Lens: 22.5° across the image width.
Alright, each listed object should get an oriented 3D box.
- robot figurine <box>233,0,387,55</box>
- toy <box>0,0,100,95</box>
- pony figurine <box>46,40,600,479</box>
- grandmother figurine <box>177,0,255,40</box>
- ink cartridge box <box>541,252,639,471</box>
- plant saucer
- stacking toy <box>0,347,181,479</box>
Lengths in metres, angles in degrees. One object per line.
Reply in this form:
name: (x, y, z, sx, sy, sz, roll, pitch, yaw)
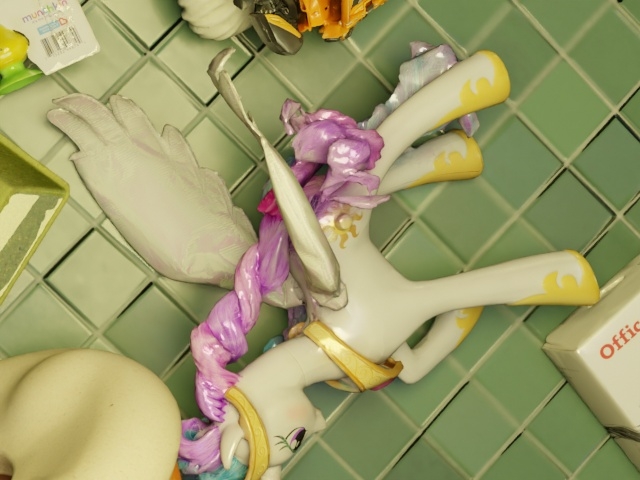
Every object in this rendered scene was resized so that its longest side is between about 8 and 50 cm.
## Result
robot figurine: (0.001, -0.282, 1.197, 0.211, 0.085, 0.291, -42, 131, -43)
toy: (-0.278, -0.219, 1.221, 0.137, 0.056, 0.237, -26, 87, -7)
pony figurine: (0.000, 0.000, 1.200, 0.363, 0.303, 0.351, -32, 105, -26)
grandmother figurine: (-0.150, -0.307, 1.233, 0.208, 0.104, 0.342, -39, 100, -24)
ink cartridge box: (0.301, 0.117, 1.338, 0.139, 0.082, 0.191, -41, 99, -9)
plant saucer: (-0.288, 0.001, 1.181, 0.045, 0.188, 0.188, 28, 83, 25)
stacking toy: (-0.175, 0.349, 1.168, 0.350, 0.350, 0.480, -31, 115, -10)
